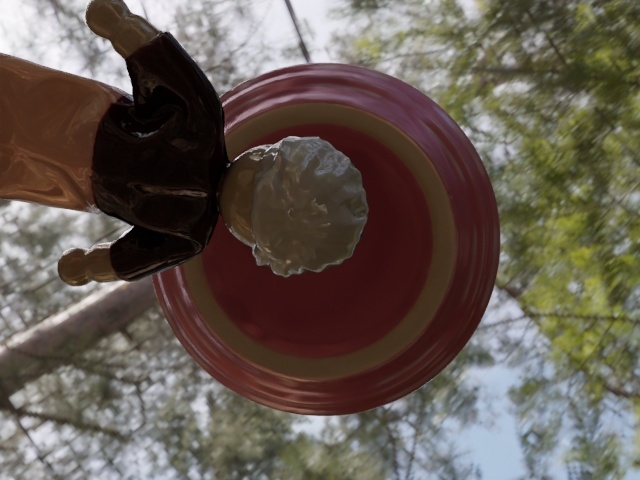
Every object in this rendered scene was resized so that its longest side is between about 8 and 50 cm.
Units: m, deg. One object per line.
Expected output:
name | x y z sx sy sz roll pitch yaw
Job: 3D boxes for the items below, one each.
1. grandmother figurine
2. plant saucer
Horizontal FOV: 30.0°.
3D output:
grandmother figurine | -0.131 -0.061 0.789 0.342 0.104 0.208 18 -50 13
plant saucer | 0.000 0.000 1.096 0.332 0.084 0.332 0 -88 5
